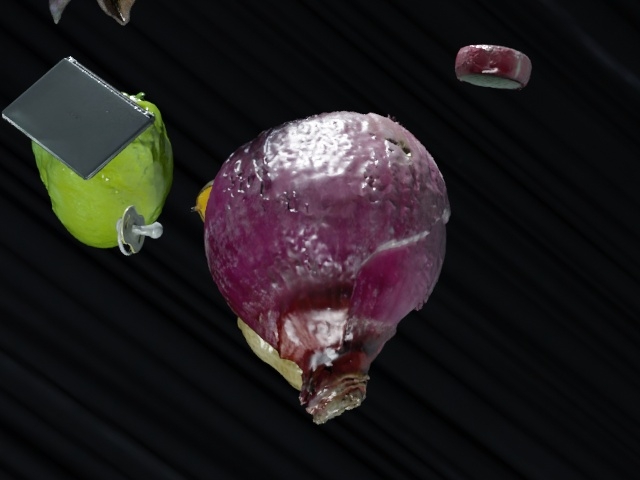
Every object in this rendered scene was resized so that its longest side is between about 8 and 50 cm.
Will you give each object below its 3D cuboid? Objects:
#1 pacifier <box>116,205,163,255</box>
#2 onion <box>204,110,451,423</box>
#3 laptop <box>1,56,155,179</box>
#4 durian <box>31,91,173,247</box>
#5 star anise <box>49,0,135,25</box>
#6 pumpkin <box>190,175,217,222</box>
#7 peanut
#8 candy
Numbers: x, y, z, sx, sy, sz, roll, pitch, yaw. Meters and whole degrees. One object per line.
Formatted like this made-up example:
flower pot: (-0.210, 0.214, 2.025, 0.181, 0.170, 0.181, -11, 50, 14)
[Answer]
pacifier: (-0.260, -0.011, 2.009, 0.083, 0.064, 0.068, 59, -143, -63)
onion: (0.000, 0.000, 1.408, 0.267, 0.159, 0.348, -15, 44, 8)
laptop: (-0.320, -0.163, 1.829, 0.129, 0.180, 0.016, -45, -30, -18)
durian: (-0.346, -0.116, 2.211, 0.204, 0.256, 0.339, -30, -42, -21)
star anise: (-0.203, -0.299, 1.259, 0.197, 0.212, 0.073, -43, 50, 0)
pumpkin: (-0.113, -0.107, 2.391, 0.278, 0.163, 0.111, -41, 37, 54)
peanut: (-0.045, 0.152, 1.990, 0.080, 0.174, 0.080, -48, -14, -16)
candy: (0.231, -0.231, 1.859, 0.103, 0.103, 0.043, 167, 112, -76)
